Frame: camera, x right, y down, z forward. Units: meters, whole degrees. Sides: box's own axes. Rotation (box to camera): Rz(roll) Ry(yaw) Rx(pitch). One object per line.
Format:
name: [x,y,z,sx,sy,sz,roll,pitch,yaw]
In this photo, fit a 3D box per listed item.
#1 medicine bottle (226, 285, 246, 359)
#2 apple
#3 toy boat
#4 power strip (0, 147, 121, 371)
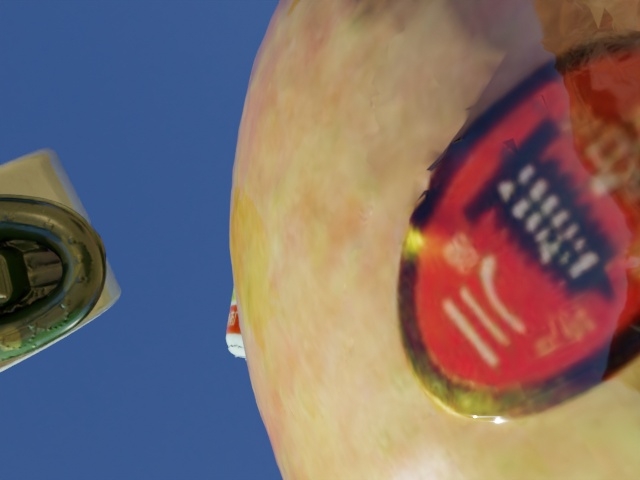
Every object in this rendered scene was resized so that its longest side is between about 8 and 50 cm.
medicine bottle: [0.000,0.000,1.201,0.139,0.139,0.225,15,-100,-38]
apple: [0.153,0.017,0.479,0.392,0.346,0.391,11,-116,-24]
toy boat: [-0.233,0.030,0.830,0.210,0.052,0.104,-11,-91,-3]
power strip: [-0.356,0.048,1.257,0.357,0.358,0.161,-32,-80,-46]
